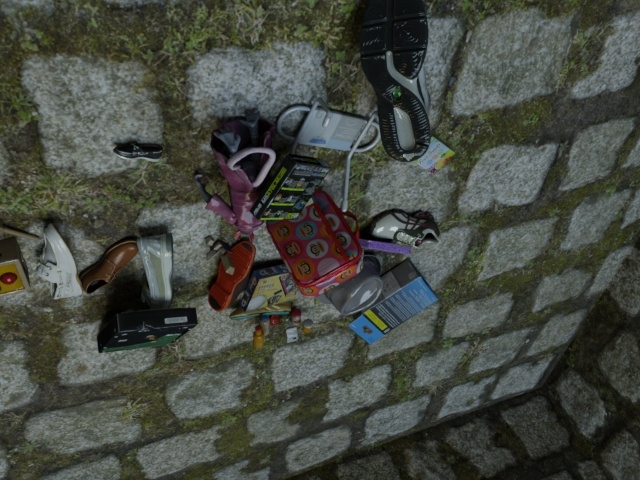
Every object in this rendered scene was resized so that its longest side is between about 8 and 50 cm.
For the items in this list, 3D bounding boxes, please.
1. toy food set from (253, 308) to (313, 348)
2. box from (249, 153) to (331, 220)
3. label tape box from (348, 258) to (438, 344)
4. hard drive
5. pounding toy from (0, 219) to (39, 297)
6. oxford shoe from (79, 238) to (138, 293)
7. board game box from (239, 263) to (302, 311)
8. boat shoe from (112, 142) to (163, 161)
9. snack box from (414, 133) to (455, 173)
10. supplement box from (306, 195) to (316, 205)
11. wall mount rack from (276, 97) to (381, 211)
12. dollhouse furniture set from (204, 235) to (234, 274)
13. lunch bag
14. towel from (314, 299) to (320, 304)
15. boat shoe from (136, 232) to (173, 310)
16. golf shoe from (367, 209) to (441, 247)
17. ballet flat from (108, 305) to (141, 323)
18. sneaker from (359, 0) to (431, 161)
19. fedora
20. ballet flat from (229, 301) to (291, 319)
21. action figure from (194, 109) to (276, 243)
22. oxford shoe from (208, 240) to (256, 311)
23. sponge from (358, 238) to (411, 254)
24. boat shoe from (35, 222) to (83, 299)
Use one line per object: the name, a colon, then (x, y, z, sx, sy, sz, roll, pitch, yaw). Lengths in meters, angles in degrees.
toy food set: (-0.140, 0.298, 2.306, 0.232, 0.111, 0.105, -12, 139, -16)
box: (-0.074, -0.134, 1.654, 0.184, 0.045, 0.190, -52, 159, 21)
label tape box: (0.269, 0.244, 2.502, 0.333, 0.106, 0.240, -34, 142, 7)
hard drive: (-0.539, 0.276, 1.962, 0.236, 0.064, 0.339, -2, 162, -29)
pounding toy: (-0.806, 0.047, 1.628, 0.180, 0.094, 0.206, -14, 140, -18)
oxford shoe: (-0.591, 0.078, 1.813, 0.212, 0.076, 0.076, -39, 139, 10)
board game box: (-0.141, 0.149, 2.157, 0.243, 0.042, 0.165, -11, 140, -40)
boat shoe: (-0.451, -0.223, 1.583, 0.125, 0.046, 0.038, 4, 132, -39)
snack box: (0.349, -0.277, 2.022, 0.100, 0.037, 0.141, -46, 139, 19)
supplement box: (-0.071, -0.140, 1.880, 0.083, 0.083, 0.056, -26, 142, -2)
wall mount rack: (0.028, -0.240, 1.792, 0.349, 0.131, 0.304, 4, 132, -34)
dollhouse furniture set: (-0.320, 0.063, 1.933, 0.081, 0.114, 0.091, -38, 144, 19)
lunch bag: (0.000, 0.000, 1.911, 0.258, 0.293, 0.120, -28, 152, -5)
towel: (0.016, 0.214, 2.390, 0.083, 0.009, 0.060, -13, 138, -19)
boat shoe: (-0.487, 0.102, 1.873, 0.102, 0.118, 0.321, 1, 139, -15)
golf shoe: (0.296, -0.035, 2.198, 0.272, 0.120, 0.105, -5, 138, -25)
ballet flat: (-0.616, 0.241, 2.003, 0.114, 0.041, 0.041, -29, 142, 2)
sneaker: (0.201, -0.450, 1.666, 0.168, 0.257, 0.448, -4, 111, 10)
fedora: (0.122, 0.178, 2.313, 0.275, 0.124, 0.243, -39, 140, 8)
ballet flat: (-0.214, 0.232, 2.226, 0.232, 0.073, 0.080, -2, 168, -31)
action figure: (-0.178, -0.139, 1.685, 0.247, 0.276, 0.371, -16, 127, -25)
oxford shoe: (-0.271, 0.105, 2.049, 0.271, 0.097, 0.098, -56, 163, 26)
sponge: (0.205, 0.020, 2.212, 0.210, 0.117, 0.031, 9, 89, -39)
boat shoe: (-0.709, 0.071, 1.701, 0.096, 0.098, 0.277, -23, 144, -25)
